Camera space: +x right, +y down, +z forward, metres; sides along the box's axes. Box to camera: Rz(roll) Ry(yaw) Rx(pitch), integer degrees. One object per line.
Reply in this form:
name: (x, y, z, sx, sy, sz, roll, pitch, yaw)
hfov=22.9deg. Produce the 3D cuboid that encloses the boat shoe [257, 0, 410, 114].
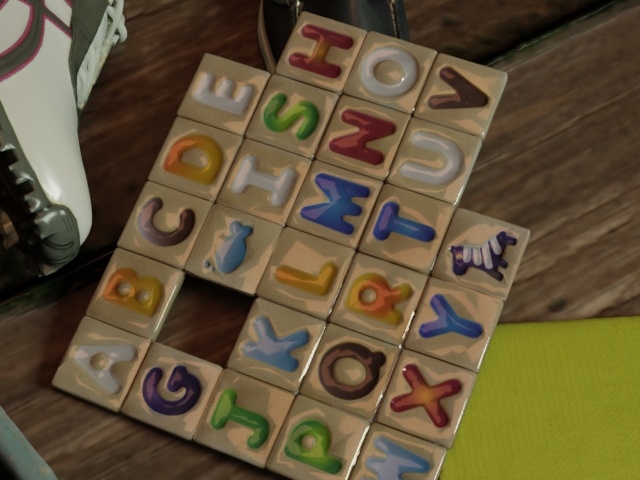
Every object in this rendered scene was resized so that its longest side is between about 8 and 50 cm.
boat shoe: (0.005, -0.158, 0.892, 0.084, 0.079, 0.233, -3, 60, -5)

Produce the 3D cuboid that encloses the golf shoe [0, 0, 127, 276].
golf shoe: (-0.153, -0.110, 0.846, 0.120, 0.105, 0.273, -13, 60, -17)

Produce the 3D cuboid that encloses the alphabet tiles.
alphabet tiles: (0.000, 0.000, 0.799, 0.198, 0.009, 0.237, 19, 73, 14)

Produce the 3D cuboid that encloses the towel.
towel: (0.171, 0.081, 0.787, 0.237, 0.021, 0.102, -3, 54, -2)

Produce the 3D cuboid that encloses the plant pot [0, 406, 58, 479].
plant pot: (-0.186, 0.197, 0.569, 0.247, 0.252, 0.248, -35, 66, -20)
